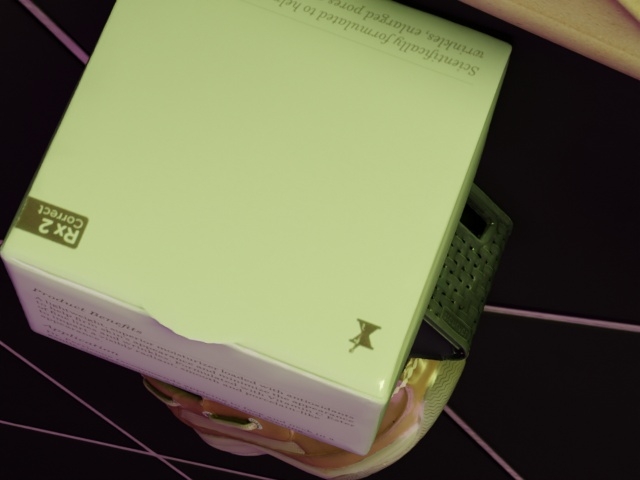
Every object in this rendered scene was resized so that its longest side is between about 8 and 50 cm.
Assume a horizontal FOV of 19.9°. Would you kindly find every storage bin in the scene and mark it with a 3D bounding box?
[{"bbox_3d":[0.000,0.000,1.021,0.180,0.084,0.122,4,153,42],"label":"storage bin"}]

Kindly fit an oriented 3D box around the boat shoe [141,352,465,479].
[{"bbox_3d":[-0.029,0.084,1.220,0.116,0.123,0.324,34,155,-25],"label":"boat shoe"}]

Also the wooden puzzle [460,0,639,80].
[{"bbox_3d":[0.221,-0.099,0.566,0.322,0.080,0.348,24,165,-5],"label":"wooden puzzle"}]

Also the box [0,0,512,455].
[{"bbox_3d":[-0.027,-0.022,0.850,0.181,0.182,0.119,21,162,4],"label":"box"}]
